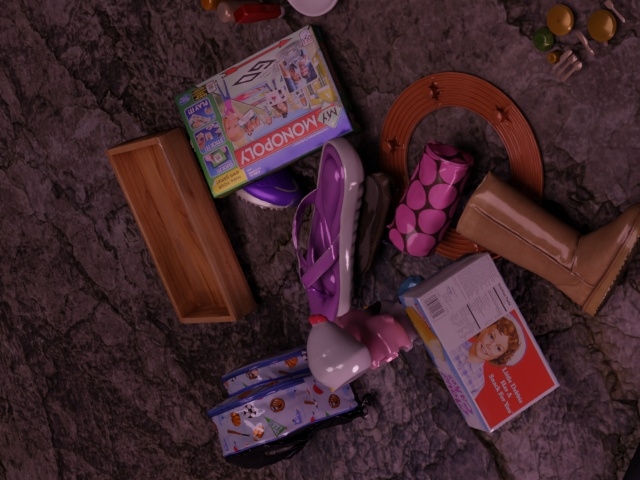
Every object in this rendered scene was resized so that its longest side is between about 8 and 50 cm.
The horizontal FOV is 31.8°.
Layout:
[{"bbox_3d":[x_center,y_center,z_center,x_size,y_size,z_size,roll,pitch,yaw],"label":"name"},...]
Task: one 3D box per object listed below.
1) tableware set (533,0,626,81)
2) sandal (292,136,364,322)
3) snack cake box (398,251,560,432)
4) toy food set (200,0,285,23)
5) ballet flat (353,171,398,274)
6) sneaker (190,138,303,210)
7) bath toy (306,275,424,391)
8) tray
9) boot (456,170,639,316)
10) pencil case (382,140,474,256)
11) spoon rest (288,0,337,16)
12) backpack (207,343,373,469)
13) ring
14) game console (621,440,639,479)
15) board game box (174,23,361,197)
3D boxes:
[{"bbox_3d":[0.395,-0.326,1.725,0.104,0.024,0.154,56,134,15],"label":"tableware set"},{"bbox_3d":[-0.006,-0.008,2.096,0.169,0.102,0.416,-124,33,-50],"label":"sandal"},{"bbox_3d":[0.266,0.168,1.889,0.264,0.152,0.089,61,163,-8],"label":"snack cake box"},{"bbox_3d":[-0.113,-0.459,2.042,0.232,0.105,0.111,-33,74,51],"label":"toy food set"},{"bbox_3d":[0.096,-0.031,2.061,0.084,0.058,0.249,52,148,33],"label":"ballet flat"},{"bbox_3d":[-0.138,-0.182,2.195,0.293,0.102,0.146,40,127,24],"label":"sneaker"},{"bbox_3d":[0.091,0.153,1.944,0.151,0.348,0.129,-42,76,38],"label":"bath toy"},{"bbox_3d":[-0.291,-0.026,2.359,0.203,0.076,0.410,-7,111,48],"label":"tray"},{"bbox_3d":[0.368,-0.027,1.786,0.270,0.089,0.236,36,127,17],"label":"boot"},{"bbox_3d":[0.183,-0.073,1.919,0.098,0.095,0.209,51,132,36],"label":"pencil case"},{"bbox_3d":[-0.049,-0.529,2.002,0.137,0.084,0.276,-30,84,44],"label":"spoon rest"},{"bbox_3d":[-0.084,0.327,2.222,0.276,0.263,0.213,-36,80,44],"label":"backpack"},{"bbox_3d":[0.231,-0.121,1.938,0.337,0.032,0.336,16,115,38],"label":"ring"},{"bbox_3d":[0.618,0.507,1.806,0.342,0.060,0.386,32,124,29],"label":"game console"},{"bbox_3d":[-0.102,-0.237,2.102,0.317,0.046,0.213,-24,83,24],"label":"board game box"}]
